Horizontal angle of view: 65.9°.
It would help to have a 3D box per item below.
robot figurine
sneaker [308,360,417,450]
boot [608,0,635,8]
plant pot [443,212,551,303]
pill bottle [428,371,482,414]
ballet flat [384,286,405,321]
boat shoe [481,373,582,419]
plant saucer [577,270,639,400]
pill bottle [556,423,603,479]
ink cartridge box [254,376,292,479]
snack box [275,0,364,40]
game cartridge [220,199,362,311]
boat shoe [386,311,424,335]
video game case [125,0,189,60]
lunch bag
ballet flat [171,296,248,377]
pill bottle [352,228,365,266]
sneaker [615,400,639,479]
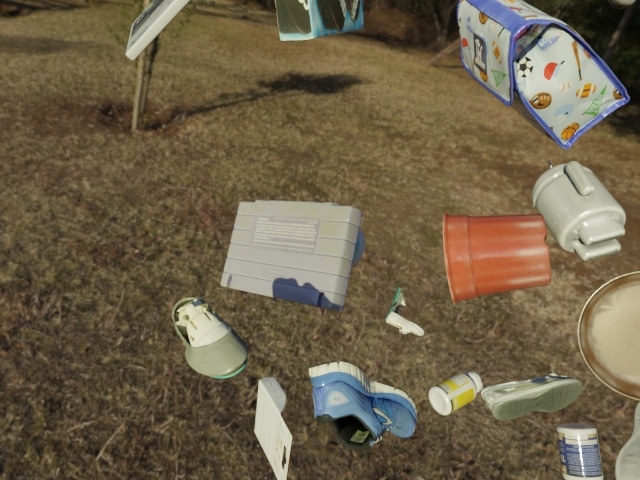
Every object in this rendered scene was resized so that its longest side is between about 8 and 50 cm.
[{"bbox_3d":[0.796,-0.104,1.540,0.200,0.300,0.353,-13,45,3],"label":"robot figurine"},{"bbox_3d":[0.090,0.375,1.047,0.330,0.130,0.147,34,47,-36],"label":"sneaker"},{"bbox_3d":[0.926,-0.829,1.352,0.118,0.338,0.222,6,19,-8],"label":"boot"},{"bbox_3d":[0.509,0.037,1.423,0.265,0.272,0.272,-7,14,21],"label":"plant pot"},{"bbox_3d":[0.478,0.529,1.731,0.184,0.103,0.103,-16,35,-29],"label":"pill bottle"},{"bbox_3d":[0.216,0.186,1.383,0.041,0.041,0.114,20,60,14],"label":"ballet flat"},{"bbox_3d":[0.681,0.486,1.582,0.320,0.118,0.103,-11,29,-8],"label":"boat shoe"},{"bbox_3d":[0.783,0.224,1.177,0.311,0.310,0.050,22,9,18],"label":"plant saucer"},{"bbox_3d":[0.467,0.396,0.886,0.067,0.120,0.067,-2,-12,0],"label":"pill bottle"},{"bbox_3d":[-0.111,0.513,1.328,0.066,0.189,0.232,-5,24,-31],"label":"ink cartridge box"},{"bbox_3d":[-0.008,-0.456,0.680,0.060,0.322,0.187,6,27,26],"label":"snack box"},{"bbox_3d":[-0.075,0.022,1.131,0.355,0.230,0.068,6,-13,40],"label":"game cartridge"},{"bbox_3d":[0.211,0.219,1.242,0.100,0.035,0.035,30,68,5],"label":"boat shoe"},{"bbox_3d":[-0.304,-0.451,0.958,0.022,0.190,0.173,38,23,-38],"label":"video game case"},{"bbox_3d":[0.528,-0.462,1.261,0.385,0.239,0.328,30,28,-33],"label":"lunch bag"},{"bbox_3d":[-0.162,0.123,0.669,0.072,0.068,0.213,-30,19,-22],"label":"ballet flat"},{"bbox_3d":[0.000,0.000,1.519,0.264,0.146,0.146,12,19,-39],"label":"pill bottle"},{"bbox_3d":[0.806,0.532,1.181,0.296,0.104,0.147,-41,100,-37],"label":"sneaker"}]
